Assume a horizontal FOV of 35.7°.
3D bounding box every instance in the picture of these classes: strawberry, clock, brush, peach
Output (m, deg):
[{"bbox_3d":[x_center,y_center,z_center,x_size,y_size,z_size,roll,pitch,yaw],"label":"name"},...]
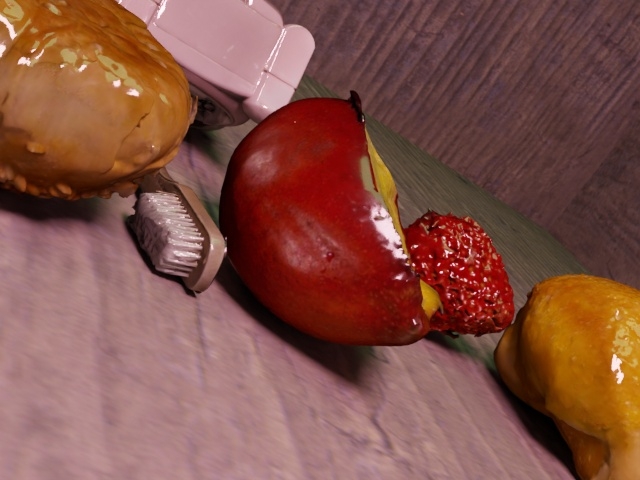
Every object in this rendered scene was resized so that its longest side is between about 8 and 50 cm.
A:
[{"bbox_3d":[0.186,0.054,1.397,0.201,0.186,0.184,35,49,14],"label":"strawberry"},{"bbox_3d":[-0.212,-0.284,1.441,0.342,0.184,0.326,34,-16,-26],"label":"clock"},{"bbox_3d":[-0.186,-0.049,1.093,0.065,0.070,0.327,15,21,-31],"label":"brush"},{"bbox_3d":[0.000,0.000,1.106,0.361,0.201,0.257,-106,173,-48],"label":"peach"}]

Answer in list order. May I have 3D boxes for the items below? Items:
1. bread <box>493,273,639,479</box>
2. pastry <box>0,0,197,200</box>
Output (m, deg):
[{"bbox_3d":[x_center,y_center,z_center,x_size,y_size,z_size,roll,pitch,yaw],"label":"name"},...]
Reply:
[{"bbox_3d":[0.444,0.205,1.361,0.394,0.250,0.361,28,15,-27],"label":"bread"},{"bbox_3d":[-0.279,-0.152,0.939,0.316,0.184,0.284,32,21,-19],"label":"pastry"}]
